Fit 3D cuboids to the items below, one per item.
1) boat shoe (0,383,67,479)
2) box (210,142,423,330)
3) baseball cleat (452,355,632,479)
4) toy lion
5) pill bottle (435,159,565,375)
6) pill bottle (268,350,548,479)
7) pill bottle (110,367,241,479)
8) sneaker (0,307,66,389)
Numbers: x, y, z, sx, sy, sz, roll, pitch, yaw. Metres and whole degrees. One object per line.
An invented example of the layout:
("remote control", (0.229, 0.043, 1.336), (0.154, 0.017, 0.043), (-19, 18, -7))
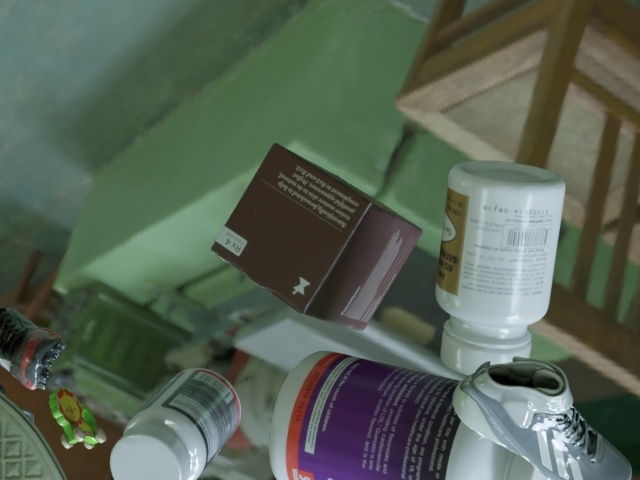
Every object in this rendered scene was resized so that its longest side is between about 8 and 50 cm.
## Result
("boat shoe", (-0.477, 0.258, 1.665), (0.500, 0.187, 0.156), (44, 178, 17))
("box", (0.000, 0.000, 1.659), (0.168, 0.167, 0.203), (34, -176, 25))
("baseball cleat", (0.229, 0.180, 1.201), (0.205, 0.072, 0.109), (25, 137, -13))
("toy lion", (-0.387, 0.277, 1.972), (0.034, 0.096, 0.100), (-29, 160, 14))
("pill bottle", (0.199, 0.033, 1.426), (0.131, 0.229, 0.131), (5, -165, -1))
("pill bottle", (0.113, 0.245, 1.479), (0.323, 0.181, 0.181), (10, 152, 27))
("pill bottle", (-0.264, 0.357, 2.293), (0.161, 0.283, 0.161), (5, 108, 16))
("sneaker", (-0.490, 0.172, 2.036), (0.135, 0.098, 0.276), (30, 172, -15))
